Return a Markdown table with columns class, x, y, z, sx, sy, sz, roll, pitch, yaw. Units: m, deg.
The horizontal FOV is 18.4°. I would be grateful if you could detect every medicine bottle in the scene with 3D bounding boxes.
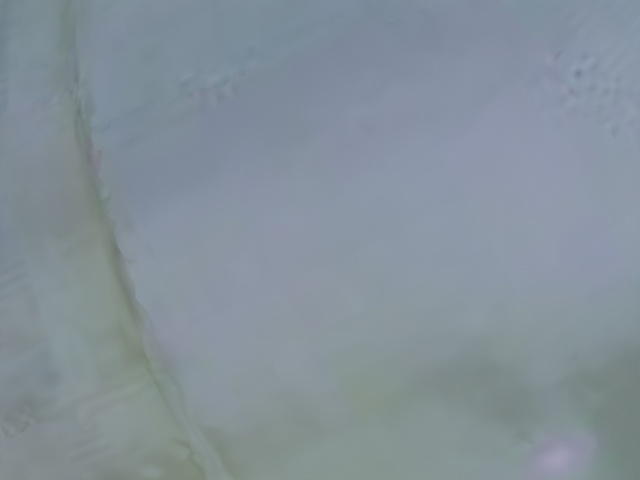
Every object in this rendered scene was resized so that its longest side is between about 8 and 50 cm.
| class | x | y | z | sx | sy | sz | roll | pitch | yaw |
| --- | --- | --- | --- | --- | --- | --- | --- | --- | --- |
| medicine bottle | 0.000 | 0.000 | 0.547 | 0.406 | 0.236 | 0.236 | -21 | -29 | 22 |
